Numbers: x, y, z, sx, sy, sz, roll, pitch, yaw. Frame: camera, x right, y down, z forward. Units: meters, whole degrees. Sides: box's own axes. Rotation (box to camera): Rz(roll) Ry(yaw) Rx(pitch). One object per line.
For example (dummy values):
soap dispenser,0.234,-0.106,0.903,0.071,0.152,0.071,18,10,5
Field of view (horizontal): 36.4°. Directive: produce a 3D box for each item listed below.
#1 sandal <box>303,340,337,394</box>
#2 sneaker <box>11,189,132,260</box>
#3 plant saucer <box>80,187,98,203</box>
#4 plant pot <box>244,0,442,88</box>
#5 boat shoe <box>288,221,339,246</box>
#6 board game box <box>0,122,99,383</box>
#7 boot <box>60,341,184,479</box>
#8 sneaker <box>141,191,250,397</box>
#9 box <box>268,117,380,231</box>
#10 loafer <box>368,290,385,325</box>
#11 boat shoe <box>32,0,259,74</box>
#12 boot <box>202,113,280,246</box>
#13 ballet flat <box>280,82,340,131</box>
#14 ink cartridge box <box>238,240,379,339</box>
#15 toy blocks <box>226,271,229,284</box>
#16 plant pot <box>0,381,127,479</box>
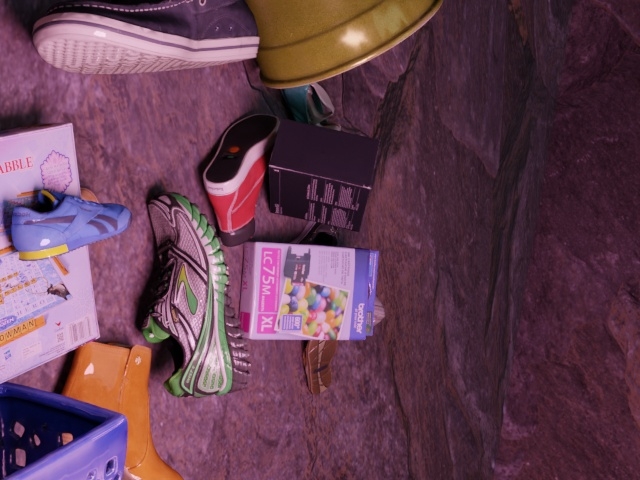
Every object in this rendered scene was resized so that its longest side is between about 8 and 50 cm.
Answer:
sandal,-0.008,0.248,2.062,0.072,0.049,0.180,-17,128,-28
sneaker,-0.329,-0.035,1.305,0.209,0.069,0.082,-26,111,-58
plant saucer,-0.359,-0.037,1.439,0.083,0.015,0.083,-10,102,-61
plant pot,-0.020,-0.512,1.700,0.353,0.366,0.366,62,41,-26
boat shoe,0.000,0.000,2.020,0.228,0.076,0.080,-42,128,-51
board game box,-0.434,0.024,1.261,0.319,0.066,0.318,-25,114,-58
boot,-0.287,0.273,1.513,0.295,0.104,0.211,34,64,-52
sneaker,-0.220,0.086,1.555,0.146,0.134,0.343,-12,82,-22
box,0.003,-0.115,1.803,0.261,0.184,0.103,99,1,-73
loafer,0.016,0.117,2.056,0.319,0.112,0.111,23,34,-53
boat shoe,-0.250,-0.333,1.444,0.500,0.187,0.156,-25,110,-63
boot,-0.133,-0.107,1.781,0.244,0.088,0.176,-61,152,-43
ballet flat,-0.008,-0.239,1.969,0.083,0.087,0.247,-61,142,-38
ink cartridge box,-0.007,0.101,1.897,0.311,0.065,0.185,4,90,-33
toy blocks,-0.219,0.107,1.667,0.148,0.054,0.123,-18,109,-59
plant pot,-0.395,0.326,1.207,0.236,0.236,0.212,-23,119,-58
